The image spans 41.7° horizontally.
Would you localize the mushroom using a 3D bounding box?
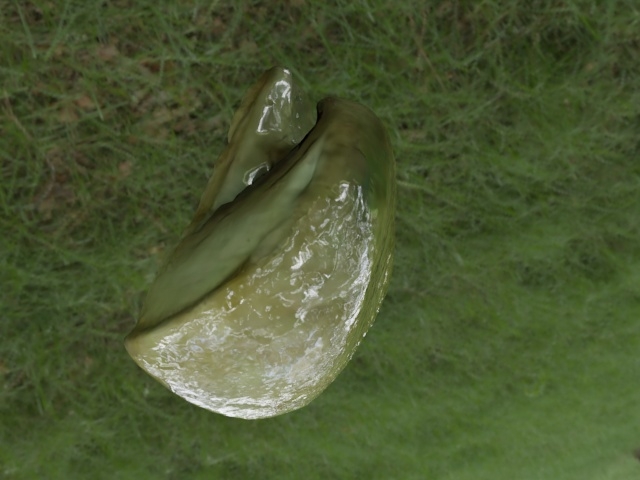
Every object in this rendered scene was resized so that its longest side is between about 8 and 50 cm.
[{"bbox_3d":[0.004,0.009,0.716,0.211,0.292,0.217,-26,128,35],"label":"mushroom"}]
